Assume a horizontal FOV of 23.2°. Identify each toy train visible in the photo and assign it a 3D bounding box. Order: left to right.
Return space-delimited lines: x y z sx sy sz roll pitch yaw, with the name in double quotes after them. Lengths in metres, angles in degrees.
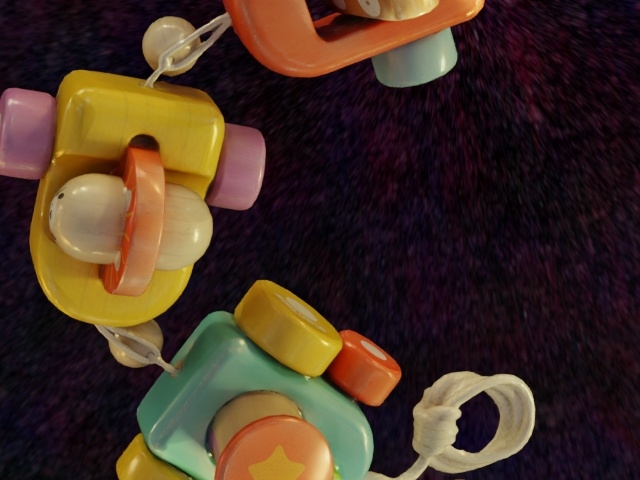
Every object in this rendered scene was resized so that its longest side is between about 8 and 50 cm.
0.000 0.000 0.340 0.125 0.046 0.166 -17 114 -8 "toy train"
